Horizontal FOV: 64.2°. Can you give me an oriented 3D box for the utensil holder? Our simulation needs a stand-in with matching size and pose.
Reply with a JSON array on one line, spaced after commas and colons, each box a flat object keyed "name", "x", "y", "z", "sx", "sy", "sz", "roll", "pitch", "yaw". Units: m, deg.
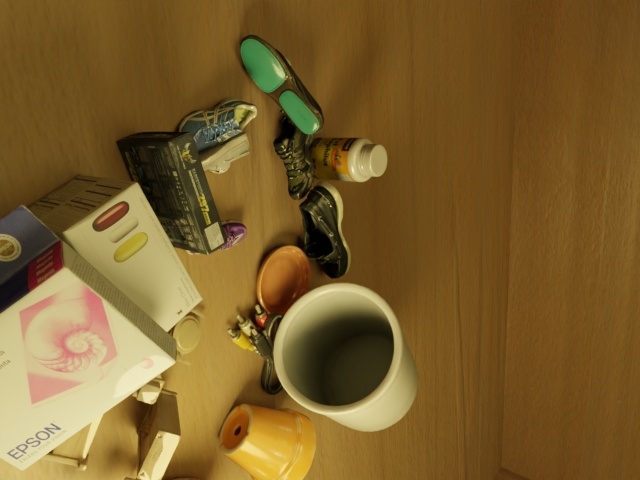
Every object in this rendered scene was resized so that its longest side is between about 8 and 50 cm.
[{"name": "utensil holder", "x": 0.094, "y": 0.337, "z": 1.394, "sx": 0.328, "sy": 0.327, "sz": 0.385, "roll": -65, "pitch": 152, "yaw": -18}]

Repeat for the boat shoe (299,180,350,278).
[{"name": "boat shoe", "x": 0.003, "y": 0.001, "z": 1.398, "sx": 0.113, "sy": 0.127, "sz": 0.340, "roll": -41, "pitch": 148, "yaw": -29}]

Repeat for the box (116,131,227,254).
[{"name": "box", "x": -0.290, "y": -0.094, "z": 1.000, "sx": 0.059, "sy": 0.183, "sz": 0.233, "roll": -37, "pitch": 123, "yaw": -41}]

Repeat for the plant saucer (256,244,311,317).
[{"name": "plant saucer", "x": -0.104, "y": 0.110, "z": 1.384, "sx": 0.200, "sy": 0.037, "sz": 0.200, "roll": -12, "pitch": 106, "yaw": -48}]

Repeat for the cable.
[{"name": "cable", "x": -0.143, "y": 0.287, "z": 1.362, "sx": 0.139, "sy": 0.072, "sz": 0.287, "roll": -38, "pitch": 134, "yaw": -23}]

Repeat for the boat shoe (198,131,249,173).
[{"name": "boat shoe", "x": -0.228, "y": -0.186, "z": 1.160, "sx": 0.184, "sy": 0.066, "sz": 0.063, "roll": -49, "pitch": 131, "yaw": -46}]

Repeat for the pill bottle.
[{"name": "pill bottle", "x": 0.070, "y": -0.220, "z": 1.384, "sx": 0.117, "sy": 0.215, "sz": 0.117, "roll": -13, "pitch": 107, "yaw": -49}]

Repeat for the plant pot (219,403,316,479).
[{"name": "plant pot", "x": -0.148, "y": 0.513, "z": 1.308, "sx": 0.188, "sy": 0.205, "sz": 0.205, "roll": 38, "pitch": 68, "yaw": -30}]

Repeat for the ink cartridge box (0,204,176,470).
[{"name": "ink cartridge box", "x": -0.452, "y": 0.165, "z": 0.775, "sx": 0.324, "sy": 0.071, "sz": 0.330, "roll": -36, "pitch": 121, "yaw": 4}]

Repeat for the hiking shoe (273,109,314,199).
[{"name": "hiking shoe", "x": -0.079, "y": -0.219, "z": 1.323, "sx": 0.114, "sy": 0.086, "sz": 0.227, "roll": 4, "pitch": 85, "yaw": -42}]

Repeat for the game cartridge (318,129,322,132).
[{"name": "game cartridge", "x": -0.025, "y": -0.321, "z": 1.407, "sx": 0.083, "sy": 0.017, "sz": 0.056, "roll": -18, "pitch": 115, "yaw": -47}]

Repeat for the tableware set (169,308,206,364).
[{"name": "tableware set", "x": -0.338, "y": 0.190, "z": 1.119, "sx": 0.194, "sy": 0.039, "sz": 0.128, "roll": 46, "pitch": 51, "yaw": -51}]

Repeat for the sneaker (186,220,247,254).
[{"name": "sneaker", "x": -0.231, "y": 0.001, "z": 1.181, "sx": 0.170, "sy": 0.071, "sz": 0.068, "roll": -24, "pitch": 116, "yaw": -46}]

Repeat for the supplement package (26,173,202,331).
[{"name": "supplement package", "x": -0.373, "y": 0.036, "z": 0.911, "sx": 0.145, "sy": 0.204, "sz": 0.262, "roll": -46, "pitch": 130, "yaw": -34}]

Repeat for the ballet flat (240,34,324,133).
[{"name": "ballet flat", "x": -0.090, "y": -0.382, "z": 1.248, "sx": 0.280, "sy": 0.095, "sz": 0.096, "roll": 51, "pitch": 32, "yaw": -24}]

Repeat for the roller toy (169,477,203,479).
[{"name": "roller toy", "x": -0.286, "y": 0.629, "z": 1.152, "sx": 0.191, "sy": 0.209, "sz": 0.146, "roll": 82, "pitch": 26, "yaw": -79}]

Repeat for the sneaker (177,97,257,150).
[{"name": "sneaker", "x": -0.227, "y": -0.258, "z": 1.124, "sx": 0.211, "sy": 0.081, "sz": 0.080, "roll": -46, "pitch": 132, "yaw": -33}]

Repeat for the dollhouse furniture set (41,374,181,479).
[{"name": "dollhouse furniture set", "x": -0.471, "y": 0.352, "z": 0.991, "sx": 0.355, "sy": 0.174, "sz": 0.303, "roll": 24, "pitch": 92, "yaw": -21}]
